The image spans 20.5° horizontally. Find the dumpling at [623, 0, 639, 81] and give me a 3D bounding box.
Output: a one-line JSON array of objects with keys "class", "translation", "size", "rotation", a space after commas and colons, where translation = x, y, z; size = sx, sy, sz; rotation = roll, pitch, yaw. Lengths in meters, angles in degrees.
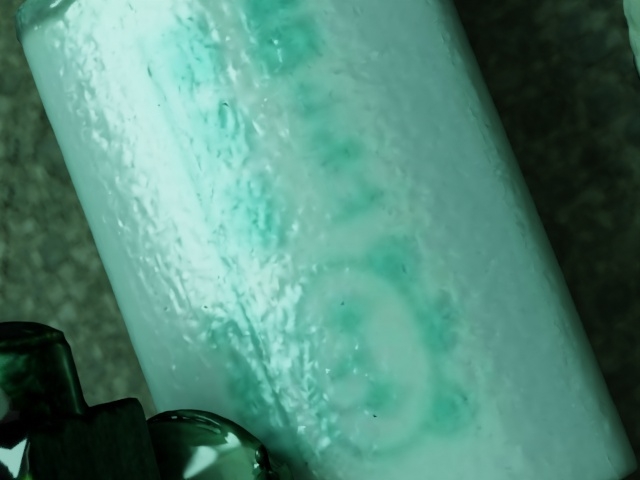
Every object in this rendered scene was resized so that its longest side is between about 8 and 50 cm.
[{"class": "dumpling", "translation": [0.221, -0.081, 0.752], "size": [0.172, 0.142, 0.247], "rotation": [-29, 116, 28]}]

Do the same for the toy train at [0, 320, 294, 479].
[{"class": "toy train", "translation": [-0.126, 0.260, 0.696], "size": [0.272, 0.179, 0.442], "rotation": [-15, 88, 28]}]

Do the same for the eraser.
[{"class": "eraser", "translation": [0.000, 0.000, 0.780], "size": [0.189, 0.104, 0.290], "rotation": [-22, 82, 3]}]
